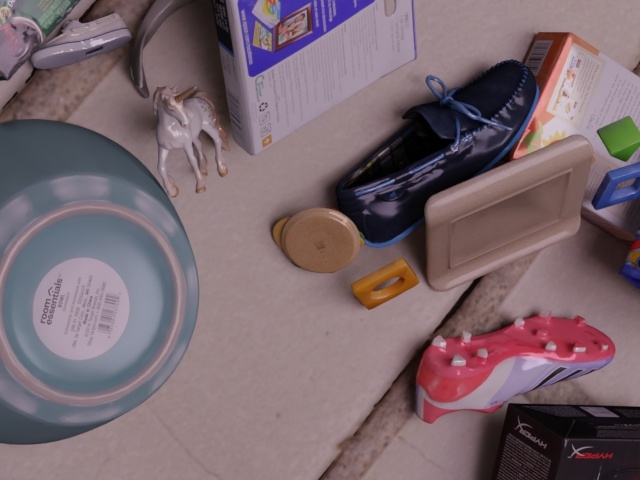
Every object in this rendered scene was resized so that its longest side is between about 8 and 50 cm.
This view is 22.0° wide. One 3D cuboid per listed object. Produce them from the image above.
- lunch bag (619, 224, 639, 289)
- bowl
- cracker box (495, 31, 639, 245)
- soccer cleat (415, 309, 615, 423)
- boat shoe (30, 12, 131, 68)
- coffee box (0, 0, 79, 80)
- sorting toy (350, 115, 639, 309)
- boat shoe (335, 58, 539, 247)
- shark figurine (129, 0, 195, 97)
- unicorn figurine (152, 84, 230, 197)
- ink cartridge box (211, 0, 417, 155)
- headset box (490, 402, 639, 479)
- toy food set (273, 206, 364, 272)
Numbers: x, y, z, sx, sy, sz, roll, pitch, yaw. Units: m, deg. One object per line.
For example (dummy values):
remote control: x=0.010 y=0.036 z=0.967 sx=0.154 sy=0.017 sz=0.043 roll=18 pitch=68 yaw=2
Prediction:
lunch bag: x=0.473 y=-0.006 z=1.830 sx=0.293 sy=0.138 sz=0.221 roll=33 pitch=78 yaw=-57
bowl: x=-0.233 y=0.047 z=1.486 sx=0.311 sy=0.163 sz=0.312 roll=-3 pitch=96 yaw=-28
cracker box: x=0.307 y=-0.107 z=1.801 sx=0.232 sy=0.067 sz=0.156 roll=29 pitch=84 yaw=-26
soccer cleat: x=0.209 y=0.139 z=1.780 sx=0.248 sy=0.083 sz=0.095 roll=-6 pitch=128 yaw=-32
boat shoe: x=-0.228 y=-0.190 z=1.540 sx=0.100 sy=0.035 sz=0.035 roll=-21 pitch=77 yaw=-20
coffee box: x=-0.317 y=-0.244 z=1.480 sx=0.184 sy=0.040 sz=0.113 roll=46 pitch=75 yaw=-23
sorting toy: x=0.184 y=-0.034 z=1.684 sx=0.347 sy=0.196 sz=0.047 roll=-23 pitch=65 yaw=-6
boat shoe: x=0.124 y=-0.102 z=1.683 sx=0.258 sy=0.109 sz=0.089 roll=-47 pitch=125 yaw=-18
shark figurine: x=-0.071 y=-0.239 z=1.570 sx=0.278 sy=0.116 sz=0.166 roll=-16 pitch=101 yaw=-27
unicorn figurine: x=-0.126 y=-0.101 z=1.545 sx=0.060 sy=0.162 sz=0.111 roll=-11 pitch=106 yaw=4
ink cartridge box: x=-0.002 y=-0.207 z=1.555 sx=0.208 sy=0.045 sz=0.206 roll=-32 pitch=143 yaw=-21
headset box: x=0.287 y=0.332 z=1.789 sx=0.218 sy=0.110 sz=0.293 roll=5 pitch=103 yaw=-30
toy food set: x=0.000 y=0.000 z=1.656 sx=0.083 sy=0.020 sz=0.082 roll=-29 pitch=118 yaw=23
